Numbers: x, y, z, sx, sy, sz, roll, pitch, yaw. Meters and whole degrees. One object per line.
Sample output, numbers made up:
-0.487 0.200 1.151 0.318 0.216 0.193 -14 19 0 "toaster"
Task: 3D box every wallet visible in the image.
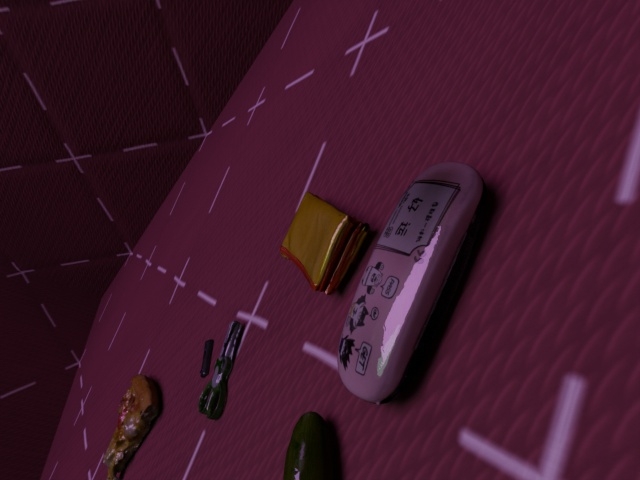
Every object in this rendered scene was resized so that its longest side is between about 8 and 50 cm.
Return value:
0.000 0.000 0.823 0.141 0.067 0.241 -65 23 7 "wallet"

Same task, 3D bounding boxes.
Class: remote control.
-0.275 0.282 1.096 0.034 0.016 0.091 -37 38 33 "remote control"

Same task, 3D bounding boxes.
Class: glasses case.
0.109 0.047 0.570 0.122 0.075 0.315 20 84 59 "glasses case"

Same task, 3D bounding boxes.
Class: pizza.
-0.540 0.529 1.278 0.280 0.075 0.288 -8 60 59 "pizza"

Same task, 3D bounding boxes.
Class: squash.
-0.017 0.336 0.554 0.069 0.069 0.258 -37 38 41 "squash"

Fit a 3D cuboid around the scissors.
-0.210 0.272 0.980 0.101 0.027 0.205 -8 62 54 "scissors"
